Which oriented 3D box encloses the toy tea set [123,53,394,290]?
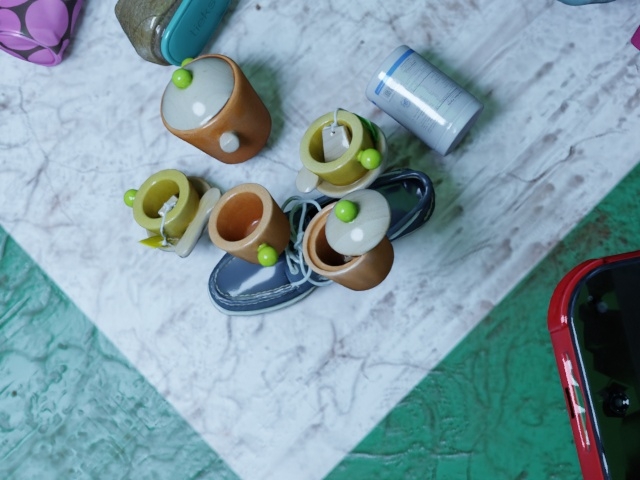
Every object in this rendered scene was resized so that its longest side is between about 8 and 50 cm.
[{"bbox_3d":[-0.060,-0.071,1.160,0.336,0.124,0.200,15,73,37],"label":"toy tea set"}]

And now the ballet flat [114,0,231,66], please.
[{"bbox_3d":[-0.100,-0.338,1.292,0.124,0.116,0.342,36,87,27],"label":"ballet flat"}]

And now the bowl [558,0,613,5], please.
[{"bbox_3d":[0.282,-0.351,1.191,0.163,0.311,0.311,41,84,-10],"label":"bowl"}]

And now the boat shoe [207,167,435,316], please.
[{"bbox_3d":[0.000,0.000,1.229,0.254,0.079,0.095,-22,80,-1],"label":"boat shoe"}]

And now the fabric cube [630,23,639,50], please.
[{"bbox_3d":[0.493,-0.256,1.162,0.254,0.258,0.259,37,83,9],"label":"fabric cube"}]

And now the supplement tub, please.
[{"bbox_3d":[0.106,-0.145,1.255,0.107,0.071,0.071,39,84,7],"label":"supplement tub"}]

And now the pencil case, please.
[{"bbox_3d":[-0.295,-0.296,1.293,0.098,0.095,0.209,13,78,21],"label":"pencil case"}]

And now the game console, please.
[{"bbox_3d":[0.423,0.182,1.197,0.342,0.060,0.387,-11,80,-5],"label":"game console"}]
